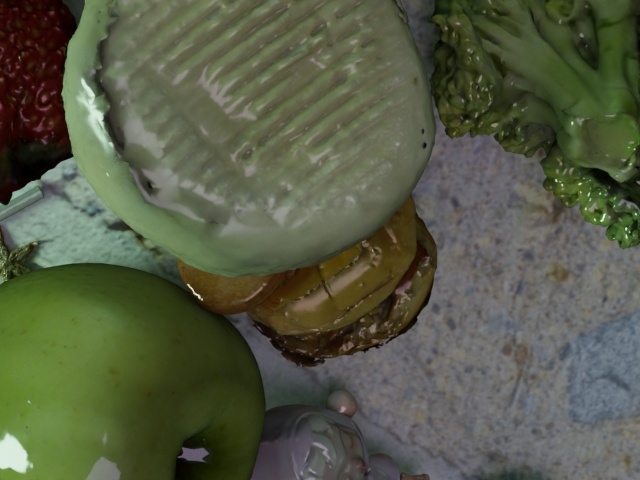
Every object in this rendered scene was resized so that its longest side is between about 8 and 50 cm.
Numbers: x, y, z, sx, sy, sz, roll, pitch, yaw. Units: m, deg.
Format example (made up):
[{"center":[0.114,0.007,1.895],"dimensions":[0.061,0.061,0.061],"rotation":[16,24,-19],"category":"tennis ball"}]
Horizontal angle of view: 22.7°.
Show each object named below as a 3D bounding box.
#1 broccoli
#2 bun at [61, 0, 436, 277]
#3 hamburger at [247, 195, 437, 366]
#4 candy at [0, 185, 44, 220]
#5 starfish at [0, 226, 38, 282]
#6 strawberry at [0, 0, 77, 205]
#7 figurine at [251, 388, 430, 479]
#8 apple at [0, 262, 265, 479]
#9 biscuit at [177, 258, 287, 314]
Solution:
[{"center":[0.280,-0.171,1.636],"dimensions":[0.348,0.281,0.293],"rotation":[26,118,-19],"category":"broccoli"},{"center":[-0.079,-0.139,1.501],"dimensions":[0.360,0.211,0.359],"rotation":[0,91,-15],"category":"bun"},{"center":[0.000,0.000,1.699],"dimensions":[0.244,0.244,0.163],"rotation":[-22,153,1],"category":"hamburger"},{"center":[-0.463,0.036,1.722],"dimensions":[0.365,0.124,0.124],"rotation":[-30,114,-5],"category":"candy"},{"center":[-0.351,0.027,1.772],"dimensions":[0.092,0.016,0.086],"rotation":[-28,104,7],"category":"starfish"},{"center":[-0.362,-0.165,1.567],"dimensions":[0.261,0.261,0.257],"rotation":[-17,118,-2],"category":"strawberry"},{"center":[0.012,0.277,1.850],"dimensions":[0.133,0.200,0.276],"rotation":[-16,145,36],"category":"figurine"},{"center":[-0.240,0.199,1.678],"dimensions":[0.357,0.357,0.357],"rotation":[-3,113,-7],"category":"apple"},{"center":[-0.066,-0.082,1.635],"dimensions":[0.205,0.049,0.324],"rotation":[14,80,16],"category":"biscuit"}]
